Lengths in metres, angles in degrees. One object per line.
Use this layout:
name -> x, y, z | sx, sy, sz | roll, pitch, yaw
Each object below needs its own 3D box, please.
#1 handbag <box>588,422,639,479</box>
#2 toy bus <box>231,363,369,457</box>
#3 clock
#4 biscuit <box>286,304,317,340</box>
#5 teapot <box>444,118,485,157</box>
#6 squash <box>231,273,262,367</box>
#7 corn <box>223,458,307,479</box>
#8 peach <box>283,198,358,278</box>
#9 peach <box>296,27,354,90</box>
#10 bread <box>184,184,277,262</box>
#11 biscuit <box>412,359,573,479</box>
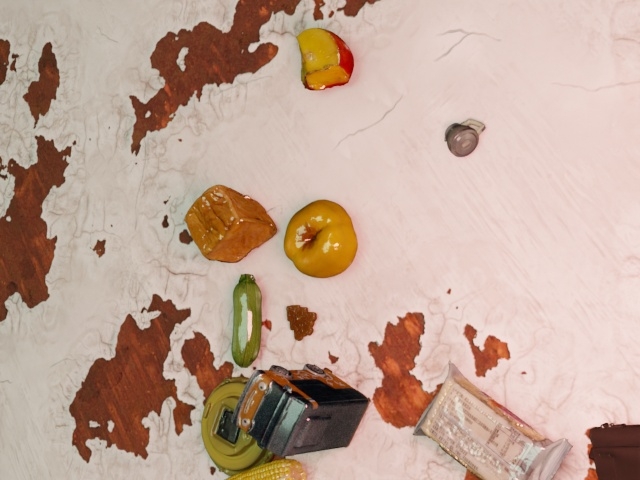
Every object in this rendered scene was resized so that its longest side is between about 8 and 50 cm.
handbag -> 0.576, 0.453, 1.552 | 0.257, 0.114, 0.285 | -4, 88, 40
toy bus -> -0.037, 0.350, 1.892 | 0.167, 0.275, 0.138 | 31, 100, 33
clock -> -0.199, 0.432, 2.127 | 0.237, 0.057, 0.236 | -7, 78, 34
biscuit -> -0.047, 0.181, 2.083 | 0.092, 0.016, 0.082 | 43, 112, 32
teapot -> 0.294, -0.217, 1.886 | 0.088, 0.066, 0.057 | -37, 44, 1
squash -> -0.171, 0.186, 2.135 | 0.077, 0.068, 0.219 | 158, 114, -65
corn -> -0.141, 0.552, 2.044 | 0.244, 0.093, 0.093 | -26, 69, 29
peach -> 0.000, 0.000, 2.026 | 0.179, 0.103, 0.179 | -8, 76, 32
peach -> 0.010, -0.413, 2.074 | 0.151, 0.119, 0.151 | 173, 90, -72
bread -> -0.214, -0.040, 2.150 | 0.143, 0.158, 0.149 | -43, 66, 20
biscuit -> 0.314, 0.380, 1.741 | 0.309, 0.079, 0.186 | 33, 105, 36
